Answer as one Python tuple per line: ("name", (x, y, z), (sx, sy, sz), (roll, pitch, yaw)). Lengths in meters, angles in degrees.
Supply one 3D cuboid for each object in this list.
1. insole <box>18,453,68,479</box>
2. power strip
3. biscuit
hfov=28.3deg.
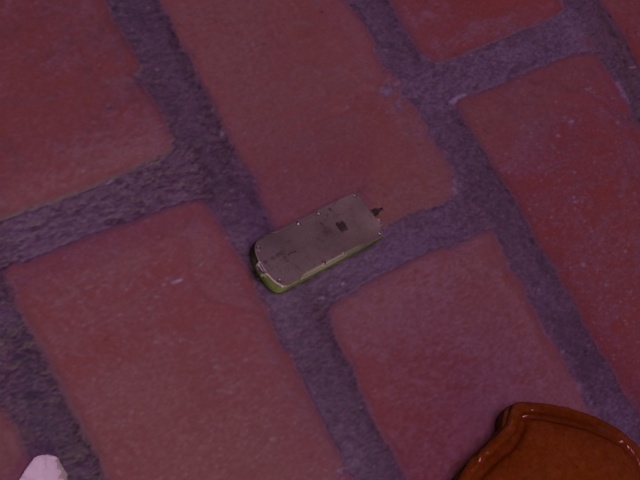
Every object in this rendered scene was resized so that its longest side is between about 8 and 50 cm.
("insole", (-0.362, 0.334, 1.481), (0.065, 0.004, 0.197), (34, 60, -7))
("power strip", (0.000, 0.000, 1.763), (0.227, 0.029, 0.080), (-27, 79, -29))
("biscuit", (0.344, 0.436, 1.712), (0.350, 0.078, 0.455), (-8, 72, -30))
